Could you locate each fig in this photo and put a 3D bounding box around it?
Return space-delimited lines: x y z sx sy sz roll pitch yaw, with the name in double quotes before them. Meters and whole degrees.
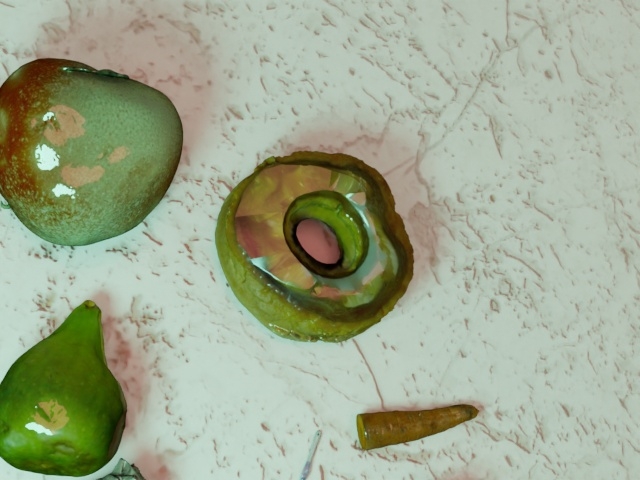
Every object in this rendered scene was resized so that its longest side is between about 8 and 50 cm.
"fig" -0.390 0.217 1.795 0.206 0.206 0.275 10 59 -8

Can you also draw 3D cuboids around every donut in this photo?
"donut" 0.000 0.000 1.904 0.330 0.160 0.330 4 75 -16

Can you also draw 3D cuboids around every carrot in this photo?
"carrot" 0.164 0.298 1.937 0.209 0.061 0.061 -7 81 -15

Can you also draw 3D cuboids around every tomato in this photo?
"tomato" -0.362 -0.147 1.807 0.303 0.239 0.303 3 83 -26

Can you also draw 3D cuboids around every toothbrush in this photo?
"toothbrush" -0.024 0.370 1.909 0.011 0.013 0.131 22 74 -11

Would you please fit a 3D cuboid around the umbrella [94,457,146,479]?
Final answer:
"umbrella" -0.414 0.455 1.780 0.357 0.113 0.106 -27 71 -8
